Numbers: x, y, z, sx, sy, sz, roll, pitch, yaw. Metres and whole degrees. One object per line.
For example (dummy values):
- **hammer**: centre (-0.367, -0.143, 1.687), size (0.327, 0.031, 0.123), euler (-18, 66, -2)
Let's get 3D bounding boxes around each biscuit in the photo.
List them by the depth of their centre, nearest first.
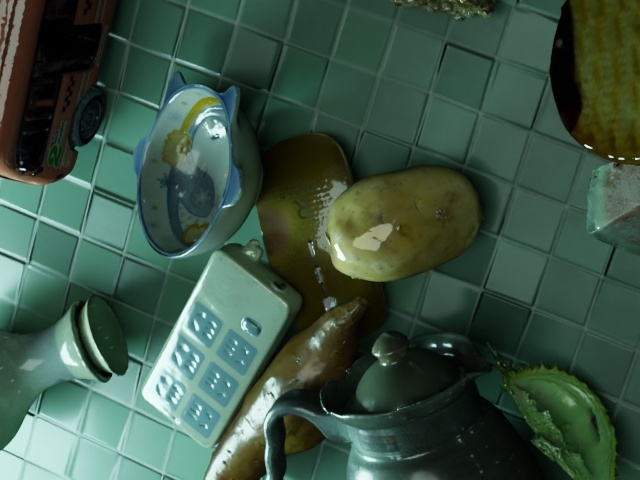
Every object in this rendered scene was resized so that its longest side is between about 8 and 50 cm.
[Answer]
- **biscuit**: centre (0.356, -0.220, 1.714), size (0.318, 0.040, 0.317), euler (-27, 51, 39)

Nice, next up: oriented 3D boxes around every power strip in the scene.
- **power strip**: centre (-0.116, 0.124, 2.040), size (0.118, 0.046, 0.270), euler (40, 122, 15)

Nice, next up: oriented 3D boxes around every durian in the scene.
- **durian**: centre (0.258, 0.194, 1.896), size (0.086, 0.100, 0.215), euler (-45, 74, 22)

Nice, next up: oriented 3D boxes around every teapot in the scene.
- **teapot**: centre (0.092, 0.223, 1.897), size (0.305, 0.223, 0.285), euler (5, 119, 51)
- **teapot**: centre (-0.369, 0.154, 2.116), size (0.251, 0.183, 0.183), euler (-21, 91, 13)

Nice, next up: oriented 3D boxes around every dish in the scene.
- **dish**: centre (-0.118, -0.085, 1.987), size (0.228, 0.086, 0.236), euler (-62, 39, 23)

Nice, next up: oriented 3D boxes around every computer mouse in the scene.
- **computer mouse**: centre (0.000, 0.000, 1.992), size (0.126, 0.056, 0.245), euler (-12, 97, 24)

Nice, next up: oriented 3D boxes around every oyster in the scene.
- **oyster**: centre (0.119, -0.297, 1.890), size (0.177, 0.056, 0.105), euler (46, 105, 13)

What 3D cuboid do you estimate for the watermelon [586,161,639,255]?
- **watermelon**: centre (0.415, -0.093, 1.726), size (0.318, 0.226, 0.148), euler (-10, 63, 9)

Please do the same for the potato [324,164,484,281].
- **potato**: centre (0.093, -0.020, 1.903), size (0.178, 0.109, 0.118), euler (-17, 76, -11)

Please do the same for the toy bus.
- **toy bus**: centre (-0.356, -0.277, 1.987), size (0.203, 0.233, 0.426), euler (20, 106, 18)

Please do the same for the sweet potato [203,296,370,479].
- **sweet potato**: centre (-0.028, 0.187, 2.005), size (0.112, 0.112, 0.359), euler (41, 125, 11)
